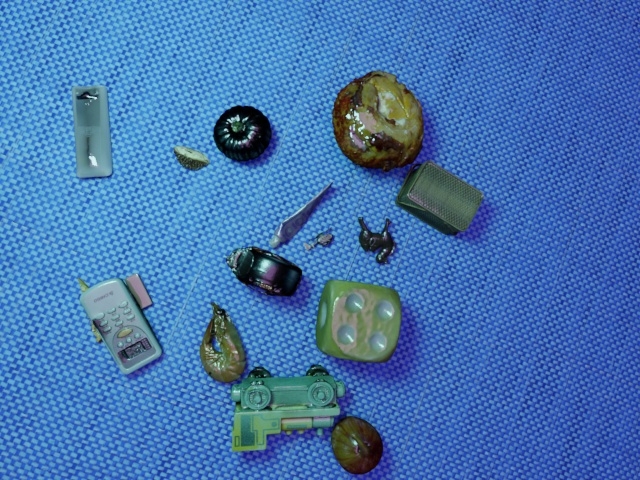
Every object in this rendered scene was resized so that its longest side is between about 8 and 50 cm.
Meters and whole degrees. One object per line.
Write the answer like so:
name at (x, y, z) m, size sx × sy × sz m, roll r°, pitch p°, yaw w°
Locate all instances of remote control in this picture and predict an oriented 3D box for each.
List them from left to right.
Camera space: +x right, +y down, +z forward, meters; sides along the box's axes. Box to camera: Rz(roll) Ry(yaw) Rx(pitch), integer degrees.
remote control at (-0.755, -0.362, 1.394) m, size 0.110 × 0.055 × 0.312 m, roll -5°, pitch 85°, yaw -8°
remote control at (-0.621, 0.263, 1.333) m, size 0.140 × 0.056 × 0.296 m, roll -28°, pitch 99°, yaw -19°

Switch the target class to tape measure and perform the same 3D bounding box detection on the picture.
tape measure at (-0.172, 0.103, 1.358) m, size 0.223 × 0.202 × 0.134 m, roll 21°, pitch 84°, yaw 9°

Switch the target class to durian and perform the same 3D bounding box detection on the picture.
durian at (-0.443, -0.276, 1.445) m, size 0.131 × 0.052 × 0.066 m, roll 23°, pitch 44°, yaw -8°

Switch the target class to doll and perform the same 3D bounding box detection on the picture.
doll at (0.198, -0.001, 1.492) m, size 0.139 × 0.057 × 0.165 m, roll 1°, pitch 90°, yaw -10°

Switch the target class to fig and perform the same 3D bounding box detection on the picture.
fig at (0.125, 0.657, 1.348) m, size 0.175 × 0.207 × 0.174 m, roll 3°, pitch 78°, yaw -15°

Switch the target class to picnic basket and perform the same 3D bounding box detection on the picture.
picnic basket at (0.410, -0.146, 1.488) m, size 0.267 × 0.139 × 0.165 m, roll 31°, pitch 82°, yaw -4°

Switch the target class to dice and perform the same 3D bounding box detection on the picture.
dice at (0.119, 0.256, 1.373) m, size 0.234 × 0.227 × 0.238 m, roll 9°, pitch 83°, yaw -9°

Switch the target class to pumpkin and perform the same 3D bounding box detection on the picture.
pumpkin at (-0.260, -0.358, 1.421) m, size 0.195 × 0.150 × 0.194 m, roll 2°, pitch 53°, yaw -3°

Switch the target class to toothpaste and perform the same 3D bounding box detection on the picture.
toothpaste at (-0.064, -0.090, 1.458) m, size 0.048 × 0.075 × 0.301 m, roll 42°, pitch 84°, yaw 21°

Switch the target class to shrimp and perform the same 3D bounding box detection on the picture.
shrimp at (-0.329, 0.332, 1.392) m, size 0.146 × 0.061 × 0.266 m, roll -12°, pitch 89°, yaw 1°

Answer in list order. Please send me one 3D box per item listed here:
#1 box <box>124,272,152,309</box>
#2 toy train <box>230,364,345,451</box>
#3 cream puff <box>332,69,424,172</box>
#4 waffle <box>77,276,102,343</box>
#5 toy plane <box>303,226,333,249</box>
box at (-0.591, 0.166, 1.386) m, size 0.048 × 0.025 × 0.115 m, roll -28°, pitch 89°, yaw -14°
toy train at (-0.101, 0.535, 1.365) m, size 0.370 × 0.150 × 0.236 m, roll 0°, pitch 93°, yaw -7°
cream puff at (0.182, -0.383, 1.433) m, size 0.351 × 0.229 × 0.349 m, roll 10°, pitch 69°, yaw -26°
waffle at (-0.745, 0.223, 1.361) m, size 0.191 × 0.032 × 0.125 m, roll 38°, pitch 84°, yaw -1°
toy plane at (0.000, 0.000, 1.476) m, size 0.121 × 0.031 × 0.049 m, roll -32°, pitch 84°, yaw -11°
